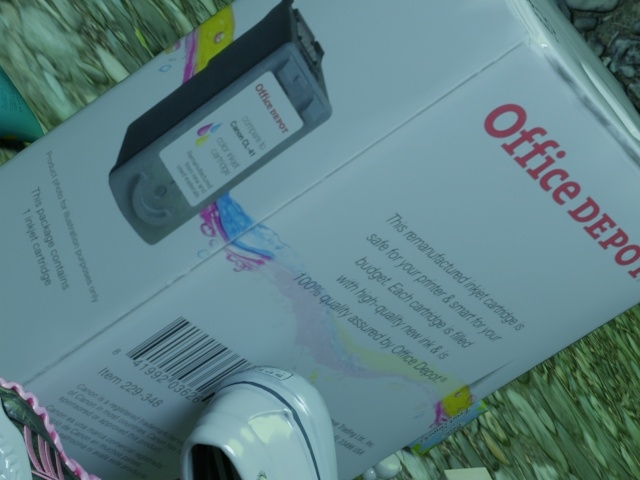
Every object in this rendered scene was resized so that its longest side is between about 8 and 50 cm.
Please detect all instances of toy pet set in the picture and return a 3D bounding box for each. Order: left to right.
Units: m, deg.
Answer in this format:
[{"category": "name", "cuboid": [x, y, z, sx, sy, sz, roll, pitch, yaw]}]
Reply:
[{"category": "toy pet set", "cuboid": [0.058, 0.180, 1.286, 0.114, 0.065, 0.122, 1, 44, -30]}]

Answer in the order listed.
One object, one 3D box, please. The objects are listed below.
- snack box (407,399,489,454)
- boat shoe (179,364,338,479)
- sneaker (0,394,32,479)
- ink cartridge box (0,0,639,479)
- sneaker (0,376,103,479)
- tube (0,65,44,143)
[{"category": "snack box", "cuboid": [0.021, 0.047, 1.399, 0.207, 0.070, 0.174, 33, 25, -56]}, {"category": "boat shoe", "cuboid": [-0.025, 0.171, 0.869, 0.076, 0.083, 0.226, -34, 115, -54]}, {"category": "sneaker", "cuboid": [-0.177, 0.000, 0.747, 0.268, 0.101, 0.153, 54, 16, 5]}, {"category": "ink cartridge box", "cuboid": [0.000, 0.000, 0.926, 0.226, 0.306, 0.131, 39, 21, -51]}, {"category": "sneaker", "cuboid": [-0.128, 0.104, 0.816, 0.119, 0.047, 0.057, 48, 27, -26]}, {"category": "tube", "cuboid": [-0.193, -0.084, 1.025, 0.080, 0.052, 0.207, 61, 8, 2]}]
